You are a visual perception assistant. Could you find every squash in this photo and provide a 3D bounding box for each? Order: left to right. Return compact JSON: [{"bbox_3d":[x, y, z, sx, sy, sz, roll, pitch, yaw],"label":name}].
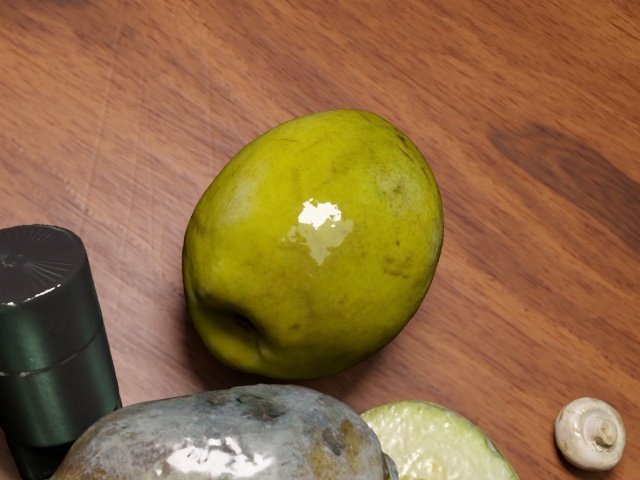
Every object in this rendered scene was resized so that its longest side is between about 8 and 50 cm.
[{"bbox_3d":[0.095,0.291,0.881,0.252,0.049,0.252,6,66,-13],"label":"squash"}]

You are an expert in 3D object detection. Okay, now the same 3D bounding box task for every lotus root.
[{"bbox_3d":[-0.090,0.209,0.755,0.350,0.175,0.175,3,66,-24],"label":"lotus root"}]

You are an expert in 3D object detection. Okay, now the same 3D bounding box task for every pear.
[{"bbox_3d":[0.000,0.000,0.871,0.253,0.253,0.307,44,48,6],"label":"pear"}]

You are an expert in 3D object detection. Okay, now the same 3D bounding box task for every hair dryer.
[{"bbox_3d":[-0.312,0.077,0.822,0.116,0.244,0.302,-30,45,-34],"label":"hair dryer"}]

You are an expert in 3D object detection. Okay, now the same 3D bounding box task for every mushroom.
[{"bbox_3d":[0.308,0.219,0.963,0.084,0.067,0.083,7,71,-19],"label":"mushroom"}]
